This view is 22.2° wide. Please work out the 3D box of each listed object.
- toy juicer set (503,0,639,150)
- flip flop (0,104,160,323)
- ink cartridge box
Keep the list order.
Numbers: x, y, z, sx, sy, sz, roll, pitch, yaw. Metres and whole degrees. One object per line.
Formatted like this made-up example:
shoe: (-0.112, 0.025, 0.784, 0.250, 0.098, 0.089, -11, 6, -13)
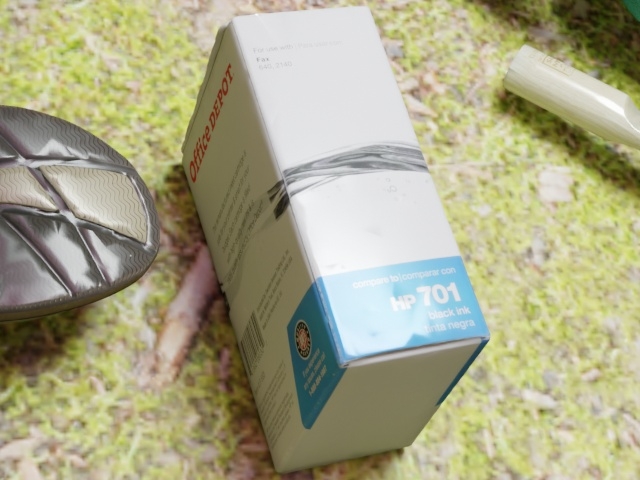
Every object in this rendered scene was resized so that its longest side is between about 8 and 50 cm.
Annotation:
toy juicer set: (0.199, -0.176, 0.990, 0.209, 0.089, 0.329, 11, 55, 0)
flip flop: (-0.216, 0.016, 0.788, 0.277, 0.080, 0.112, -19, 72, -9)
ink cartridge box: (0.000, 0.000, 0.817, 0.082, 0.139, 0.190, -8, 64, -19)
